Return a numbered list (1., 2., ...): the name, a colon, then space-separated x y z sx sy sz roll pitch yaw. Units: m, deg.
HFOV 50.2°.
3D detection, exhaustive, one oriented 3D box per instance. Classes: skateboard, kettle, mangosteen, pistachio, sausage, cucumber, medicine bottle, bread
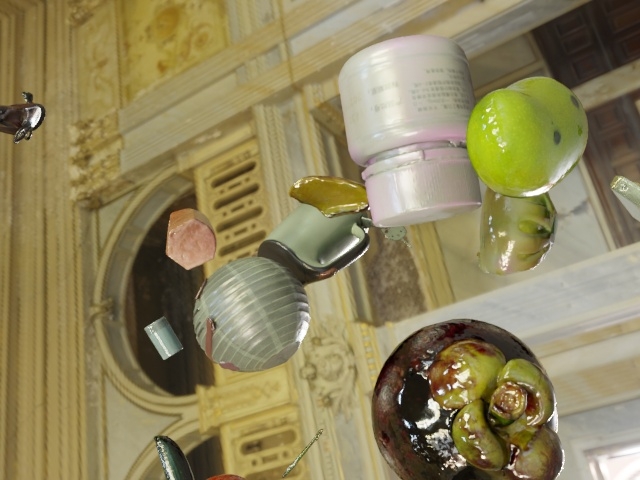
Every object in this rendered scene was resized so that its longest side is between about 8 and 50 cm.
1. skateboard: -0.523 -0.204 1.180 0.080 0.067 0.151 28 -159 0
2. kettle: 0.000 0.000 1.602 0.255 0.240 0.165 -41 -50 -38
3. mangosteen: 0.240 0.274 1.062 0.297 0.314 0.296 -16 -66 -38
4. pistachio: 0.022 -0.089 1.353 0.049 0.173 0.089 -93 15 -59
5. sausage: -0.166 -0.006 0.869 0.065 0.065 0.169 62 174 -13
6. cucumber: -0.146 0.304 0.773 0.184 0.033 0.036 64 -157 11
7. medicine bottle: 0.168 -0.189 1.243 0.241 0.241 0.301 4 -104 -63
8. bread: 0.419 -0.047 1.457 0.156 0.158 0.260 38 -121 -64

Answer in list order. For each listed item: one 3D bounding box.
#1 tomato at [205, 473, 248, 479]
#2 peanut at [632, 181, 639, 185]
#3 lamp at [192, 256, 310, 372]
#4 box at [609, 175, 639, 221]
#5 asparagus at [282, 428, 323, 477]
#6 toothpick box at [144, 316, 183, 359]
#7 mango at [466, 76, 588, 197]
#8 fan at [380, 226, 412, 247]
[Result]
1. tomato: -0.174 0.475 1.237 0.159 0.139 0.091 20 -137 -39
2. peanut: 0.806 -0.132 1.738 0.037 0.083 0.037 -7 -90 -84
3. lamp: -0.142 0.146 1.363 0.265 0.233 0.233 96 169 -59
4. box: 0.781 -0.052 1.567 0.211 0.045 0.270 44 -167 36
5. asparagus: -0.047 0.554 1.778 0.013 0.166 0.016 40 -179 -38
6. toothpick box: -0.349 0.218 1.523 0.083 0.052 0.052 59 -155 0
7. mango: 0.292 -0.147 0.978 0.293 0.143 0.175 -13 -71 -56
8. fan: 0.175 -0.011 1.529 0.056 0.004 0.083 -32 -118 -30
